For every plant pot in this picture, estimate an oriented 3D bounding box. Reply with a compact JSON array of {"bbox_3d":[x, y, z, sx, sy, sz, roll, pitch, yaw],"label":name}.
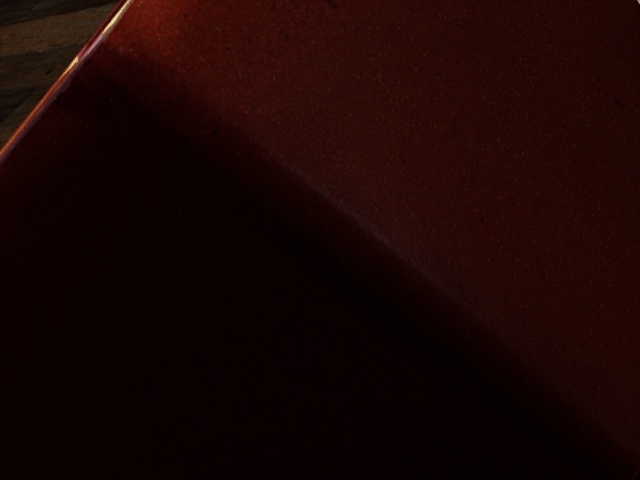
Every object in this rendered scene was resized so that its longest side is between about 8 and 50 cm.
[{"bbox_3d":[0.000,0.000,0.730,0.267,0.235,0.267,-41,13,45],"label":"plant pot"}]

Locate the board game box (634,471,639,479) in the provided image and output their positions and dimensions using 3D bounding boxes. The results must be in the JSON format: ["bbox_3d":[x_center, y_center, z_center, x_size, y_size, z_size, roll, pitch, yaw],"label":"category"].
[{"bbox_3d":[0.226,0.042,0.621,0.243,0.042,0.165,-39,22,-4],"label":"board game box"}]

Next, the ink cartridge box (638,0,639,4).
[{"bbox_3d":[0.168,-0.067,0.836,0.060,0.104,0.180,-42,23,-13],"label":"ink cartridge box"}]
